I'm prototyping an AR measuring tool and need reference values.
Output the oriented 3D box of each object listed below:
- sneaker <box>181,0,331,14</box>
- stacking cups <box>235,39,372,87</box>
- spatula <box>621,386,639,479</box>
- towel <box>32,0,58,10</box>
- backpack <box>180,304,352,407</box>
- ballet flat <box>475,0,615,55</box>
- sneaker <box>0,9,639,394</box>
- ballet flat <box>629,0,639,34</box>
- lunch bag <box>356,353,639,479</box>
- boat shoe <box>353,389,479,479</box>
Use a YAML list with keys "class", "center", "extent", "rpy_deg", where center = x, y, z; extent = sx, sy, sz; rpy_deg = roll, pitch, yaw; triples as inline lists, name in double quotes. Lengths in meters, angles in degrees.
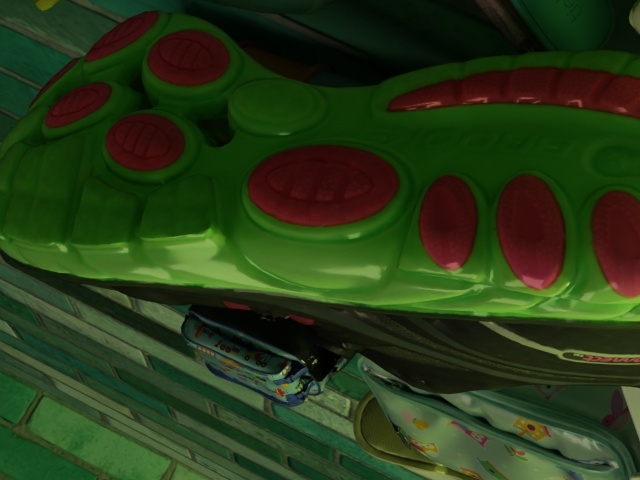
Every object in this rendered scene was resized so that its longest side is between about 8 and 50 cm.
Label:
- class: "sneaker"
  center: [-0.163, -0.183, 0.715]
  extent: [0.366, 0.150, 0.135]
  rpy_deg: [23, 159, 17]
- class: "stacking cups"
  center: [0.018, -0.075, 0.825]
  extent: [0.316, 0.096, 0.096]
  rpy_deg: [24, 159, 21]
- class: "spatula"
  center: [0.296, 0.129, 0.883]
  extent: [0.168, 0.019, 0.242]
  rpy_deg: [-11, 125, 19]
- class: "towel"
  center: [-0.265, -0.257, 0.868]
  extent: [0.237, 0.021, 0.102]
  rpy_deg: [39, 152, -22]
- class: "backpack"
  center: [-0.048, 0.105, 1.286]
  extent: [0.158, 0.117, 0.173]
  rpy_deg: [23, 161, 19]
- class: "ballet flat"
  center: [0.067, -0.166, 0.582]
  extent: [0.221, 0.077, 0.079]
  rpy_deg: [47, 173, -39]
- class: "sneaker"
  center: [0.000, 0.000, 0.680]
  extent: [0.483, 0.185, 0.202]
  rpy_deg: [13, 151, 34]
- class: "ballet flat"
  center: [0.145, -0.129, 0.506]
  extent: [0.241, 0.077, 0.091]
  rpy_deg: [48, 178, -23]
- class: "lunch bag"
  center: [0.170, 0.147, 1.106]
  extent: [0.279, 0.108, 0.224]
  rpy_deg: [17, 156, 31]
- class: "boat shoe"
  center: [0.187, 0.222, 1.284]
  extent: [0.302, 0.113, 0.103]
  rpy_deg: [22, 179, 13]
